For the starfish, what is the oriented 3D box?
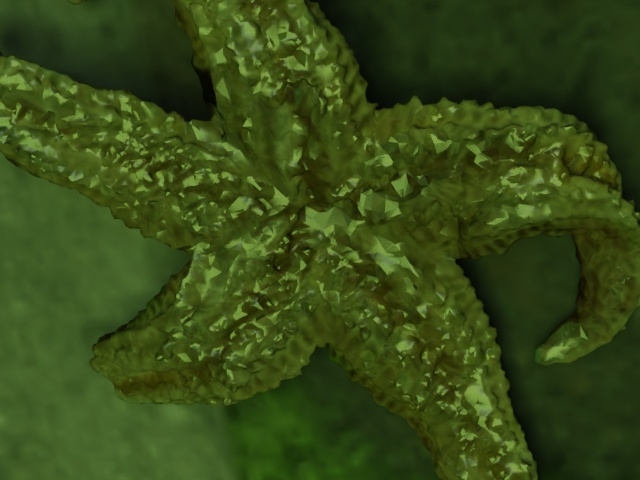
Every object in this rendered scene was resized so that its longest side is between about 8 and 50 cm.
[{"bbox_3d":[-0.003,0.004,0.455,0.150,0.053,0.209,-33,97,27],"label":"starfish"}]
